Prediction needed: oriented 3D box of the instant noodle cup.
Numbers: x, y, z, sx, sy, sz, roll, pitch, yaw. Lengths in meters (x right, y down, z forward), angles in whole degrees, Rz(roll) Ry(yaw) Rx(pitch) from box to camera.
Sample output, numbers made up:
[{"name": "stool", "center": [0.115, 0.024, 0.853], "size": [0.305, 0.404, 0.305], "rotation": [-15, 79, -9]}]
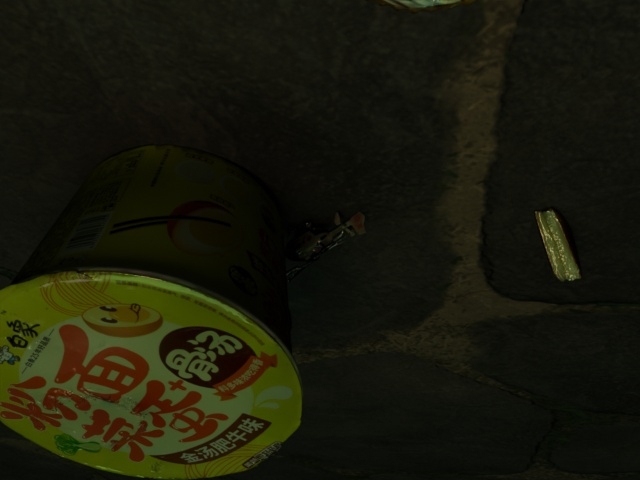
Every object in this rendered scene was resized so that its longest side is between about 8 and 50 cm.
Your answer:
[{"name": "instant noodle cup", "center": [-0.157, 0.064, 0.760], "size": [0.311, 0.221, 0.311], "rotation": [2, 133, 3]}]

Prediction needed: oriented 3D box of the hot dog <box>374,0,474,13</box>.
[{"name": "hot dog", "center": [0.058, -0.236, 0.411], "size": [0.162, 0.082, 0.270], "rotation": [3, 150, 9]}]

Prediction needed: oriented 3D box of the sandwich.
[{"name": "sandwich", "center": [0.255, 0.001, 0.816], "size": [0.031, 0.083, 0.044], "rotation": [-17, -173, 25]}]

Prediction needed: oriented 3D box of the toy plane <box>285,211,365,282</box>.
[{"name": "toy plane", "center": [0.000, 0.000, 0.852], "size": [0.120, 0.049, 0.031], "rotation": [-32, 135, 23]}]

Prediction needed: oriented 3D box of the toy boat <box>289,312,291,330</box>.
[{"name": "toy boat", "center": [-0.141, 0.093, 0.996], "size": [0.134, 0.092, 0.299], "rotation": [-3, 149, 22]}]
